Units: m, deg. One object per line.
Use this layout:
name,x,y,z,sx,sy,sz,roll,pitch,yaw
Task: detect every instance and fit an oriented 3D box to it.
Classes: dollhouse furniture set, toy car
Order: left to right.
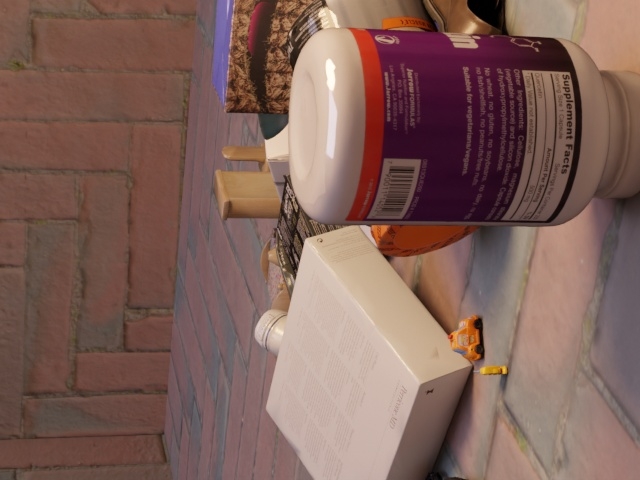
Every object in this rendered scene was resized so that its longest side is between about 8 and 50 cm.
dollhouse furniture set,-0.138,0.029,2.623,0.303,0.174,0.355,-109,24,-53
toy car,0.189,0.127,1.600,0.122,0.040,0.060,-154,65,-75

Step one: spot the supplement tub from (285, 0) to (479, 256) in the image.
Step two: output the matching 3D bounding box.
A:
supplement tub,0.090,-0.151,1.625,0.193,0.194,0.316,116,138,-60

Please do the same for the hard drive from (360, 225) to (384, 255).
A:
hard drive,0.057,-0.068,2.055,0.318,0.040,0.210,124,132,-66

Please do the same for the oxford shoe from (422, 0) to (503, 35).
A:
oxford shoe,0.184,-0.288,1.596,0.096,0.083,0.227,-49,31,29

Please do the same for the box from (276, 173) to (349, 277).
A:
box,0.000,0.000,2.072,0.147,0.077,0.180,101,152,-51

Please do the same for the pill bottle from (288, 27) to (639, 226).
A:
pill bottle,0.140,-0.103,1.223,0.181,0.323,0.181,180,90,-75

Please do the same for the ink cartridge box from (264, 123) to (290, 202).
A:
ink cartridge box,-0.043,-0.168,2.294,0.218,0.092,0.158,79,-175,-68

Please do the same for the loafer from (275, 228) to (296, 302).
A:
loafer,-0.032,0.061,2.377,0.084,0.096,0.267,106,158,-63

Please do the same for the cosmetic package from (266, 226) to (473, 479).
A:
cosmetic package,0.055,0.210,1.842,0.284,0.097,0.377,54,146,35

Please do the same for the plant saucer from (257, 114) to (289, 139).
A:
plant saucer,-0.068,-0.315,2.033,0.317,0.044,0.317,0,-90,-84

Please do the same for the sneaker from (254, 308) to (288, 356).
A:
sneaker,-0.005,0.176,2.078,0.091,0.258,0.094,32,98,33

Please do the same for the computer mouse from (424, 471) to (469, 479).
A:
computer mouse,0.170,0.339,1.699,0.242,0.041,0.071,144,134,-81

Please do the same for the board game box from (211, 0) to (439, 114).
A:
board game box,0.007,-0.301,1.812,0.141,0.291,0.232,-117,30,-62
